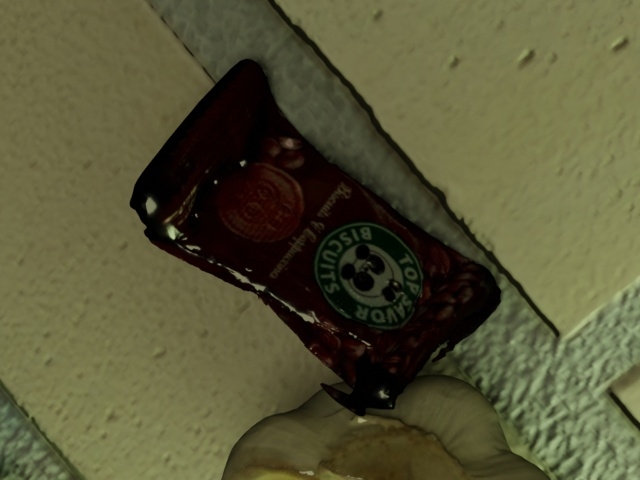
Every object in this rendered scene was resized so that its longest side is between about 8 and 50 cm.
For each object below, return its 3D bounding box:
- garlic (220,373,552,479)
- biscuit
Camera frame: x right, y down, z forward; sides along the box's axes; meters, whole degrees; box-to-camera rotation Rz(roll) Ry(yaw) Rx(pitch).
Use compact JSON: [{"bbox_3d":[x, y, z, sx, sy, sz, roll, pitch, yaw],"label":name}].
[{"bbox_3d":[0.052,0.162,1.305,0.229,0.143,0.178,12,145,2],"label":"garlic"},{"bbox_3d":[-0.004,0.003,1.281,0.235,0.151,0.063,39,148,5],"label":"biscuit"}]
